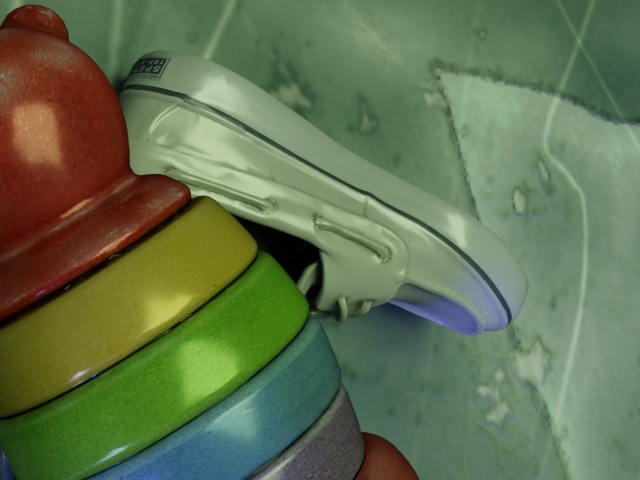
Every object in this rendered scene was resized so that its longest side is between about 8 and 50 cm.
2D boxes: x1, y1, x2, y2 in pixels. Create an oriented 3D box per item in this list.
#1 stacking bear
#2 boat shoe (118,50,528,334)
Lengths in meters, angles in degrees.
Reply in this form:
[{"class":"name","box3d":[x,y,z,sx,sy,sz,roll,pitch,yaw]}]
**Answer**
[{"class":"stacking bear","box3d":[-0.092,0.037,0.709,0.175,0.164,0.289,-36,99,-23]},{"class":"boat shoe","box3d":[0.000,0.000,0.838,0.267,0.096,0.088,33,66,-32]}]
